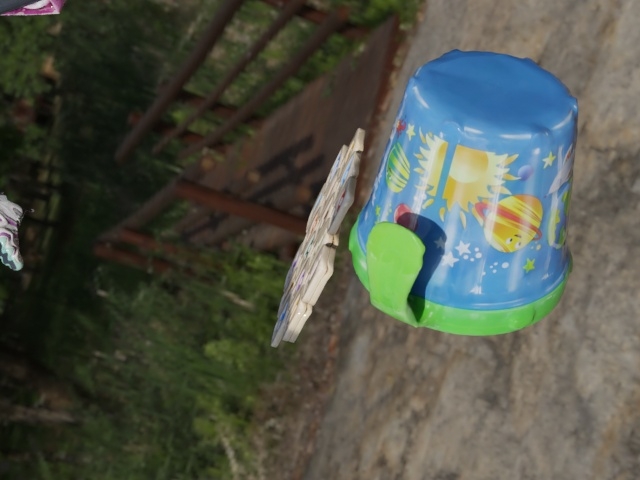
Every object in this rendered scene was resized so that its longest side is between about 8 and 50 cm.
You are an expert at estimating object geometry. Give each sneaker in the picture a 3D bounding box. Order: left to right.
[{"bbox_3d":[-0.385,-0.017,1.475,0.069,0.098,0.038,-35,8,-37],"label":"sneaker"}]

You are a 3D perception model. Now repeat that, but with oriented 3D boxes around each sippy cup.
[{"bbox_3d":[0.157,-0.061,1.187,0.305,0.240,0.224,-93,7,-51],"label":"sippy cup"}]

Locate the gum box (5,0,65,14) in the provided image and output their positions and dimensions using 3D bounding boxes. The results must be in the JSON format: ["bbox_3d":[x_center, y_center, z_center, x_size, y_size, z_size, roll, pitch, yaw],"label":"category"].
[{"bbox_3d":[-0.249,-0.278,0.901,0.188,0.062,0.107,61,-141,-49],"label":"gum box"}]

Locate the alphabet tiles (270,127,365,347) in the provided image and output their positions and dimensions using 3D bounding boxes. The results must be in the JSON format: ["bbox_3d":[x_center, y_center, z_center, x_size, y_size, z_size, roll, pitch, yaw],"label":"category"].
[{"bbox_3d":[0.000,0.000,1.529,0.284,0.021,0.278,-78,11,-53],"label":"alphabet tiles"}]

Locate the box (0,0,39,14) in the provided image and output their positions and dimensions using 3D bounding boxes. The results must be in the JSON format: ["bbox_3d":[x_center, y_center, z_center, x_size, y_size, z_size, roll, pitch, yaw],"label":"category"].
[{"bbox_3d":[-0.245,-0.269,0.515,0.212,0.293,0.395,70,-179,-48],"label":"box"}]
